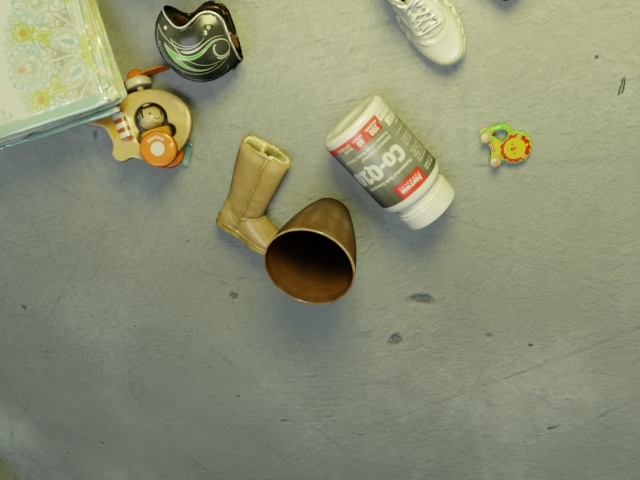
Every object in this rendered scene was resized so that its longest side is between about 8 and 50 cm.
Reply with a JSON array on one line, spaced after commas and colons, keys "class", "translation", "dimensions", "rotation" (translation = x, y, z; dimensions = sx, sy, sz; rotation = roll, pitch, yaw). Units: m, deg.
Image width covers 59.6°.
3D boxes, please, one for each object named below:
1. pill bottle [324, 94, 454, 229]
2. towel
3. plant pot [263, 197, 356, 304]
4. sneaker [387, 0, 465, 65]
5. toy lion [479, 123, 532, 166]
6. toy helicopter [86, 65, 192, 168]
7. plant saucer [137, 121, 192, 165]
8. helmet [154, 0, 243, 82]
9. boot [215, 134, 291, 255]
[{"class": "pill bottle", "translation": [0.158, -0.166, 1.240], "dimensions": [0.283, 0.161, 0.161], "rotation": [44, 124, -16]}, {"class": "towel", "translation": [-0.640, -0.395, 1.234], "dimensions": [0.374, 0.090, 0.321], "rotation": [-16, 91, 5]}, {"class": "plant pot", "translation": [0.000, 0.000, 1.359], "dimensions": [0.215, 0.230, 0.215], "rotation": [8, 126, 11]}, {"class": "sneaker", "translation": [0.178, -0.451, 1.062], "dimensions": [0.110, 0.118, 0.292], "rotation": [-29, 114, 29]}, {"class": "toy lion", "translation": [0.408, -0.211, 1.221], "dimensions": [0.096, 0.034, 0.100], "rotation": [-21, 116, 20]}, {"class": "toy helicopter", "translation": [-0.481, -0.306, 1.319], "dimensions": [0.354, 0.140, 0.235], "rotation": [8, 95, -6]}, {"class": "plant saucer", "translation": [-0.419, -0.256, 1.430], "dimensions": [0.192, 0.018, 0.067], "rotation": [23, 127, 0]}, {"class": "helmet", "translation": [-0.261, -0.420, 1.179], "dimensions": [0.161, 0.169, 0.169], "rotation": [-17, 120, 6]}, {"class": "boot", "translation": [-0.135, -0.099, 1.418], "dimensions": [0.236, 0.089, 0.270], "rotation": [27, 126, -4]}]
